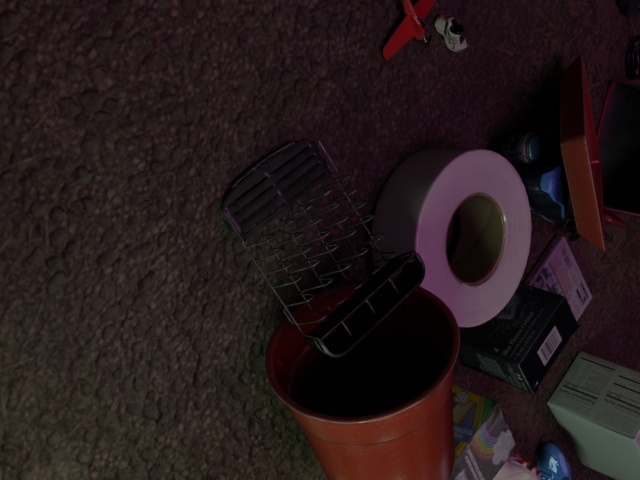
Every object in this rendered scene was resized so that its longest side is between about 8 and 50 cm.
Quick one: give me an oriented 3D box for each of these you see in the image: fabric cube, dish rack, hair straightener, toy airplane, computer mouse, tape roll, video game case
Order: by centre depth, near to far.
[{"bbox_3d":[0.000,0.000,1.233,0.208,0.074,0.271,-40,104,-30],"label":"dish rack"},{"bbox_3d":[0.132,-0.344,1.329,0.151,0.028,0.151,-13,110,-41],"label":"toy airplane"},{"bbox_3d":[0.213,-0.006,1.436,0.286,0.100,0.286,-8,102,-41],"label":"tape roll"},{"bbox_3d":[0.613,-0.427,1.736,0.071,0.041,0.242,-36,125,-31],"label":"computer mouse"},{"bbox_3d":[0.527,-0.021,1.748,0.089,0.047,0.230,-52,153,18],"label":"hair straightener"},{"bbox_3d":[0.712,-0.157,1.759,0.258,0.254,0.259,8,97,-42],"label":"fabric cube"},{"bbox_3d":[0.456,0.120,1.766,0.183,0.023,0.201,-52,131,-19],"label":"video game case"}]

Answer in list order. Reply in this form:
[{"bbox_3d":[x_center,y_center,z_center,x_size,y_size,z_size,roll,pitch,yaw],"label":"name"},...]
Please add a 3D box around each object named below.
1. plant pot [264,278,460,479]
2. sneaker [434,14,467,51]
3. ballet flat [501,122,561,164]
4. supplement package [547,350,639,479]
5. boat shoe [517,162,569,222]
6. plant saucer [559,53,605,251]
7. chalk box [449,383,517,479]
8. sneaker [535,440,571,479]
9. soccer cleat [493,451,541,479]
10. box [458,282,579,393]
[{"bbox_3d":[0.081,0.244,1.313,0.272,0.272,0.265,-38,133,-28],"label":"plant pot"},{"bbox_3d":[0.212,-0.321,1.403,0.083,0.037,0.032,33,78,-44],"label":"sneaker"},{"bbox_3d":[0.370,-0.170,1.571,0.188,0.070,0.070,-14,112,-54],"label":"ballet flat"},{"bbox_3d":[0.632,0.389,1.880,0.145,0.204,0.262,-52,131,-18],"label":"supplement package"},{"bbox_3d":[0.390,-0.098,1.590,0.258,0.089,0.109,30,66,-66],"label":"boat shoe"},{"bbox_3d":[0.462,-0.154,1.589,0.258,0.048,0.259,-75,151,-45],"label":"plant saucer"},{"bbox_3d":[0.214,0.371,1.545,0.213,0.132,0.132,-44,129,-23],"label":"chalk box"},{"bbox_3d":[0.467,0.520,1.862,0.082,0.069,0.209,-12,110,-36],"label":"sneaker"},{"bbox_3d":[0.361,0.450,1.753,0.196,0.068,0.076,31,96,-42],"label":"soccer cleat"},{"bbox_3d":[0.336,0.161,1.574,0.156,0.158,0.093,-51,131,-20],"label":"box"}]
